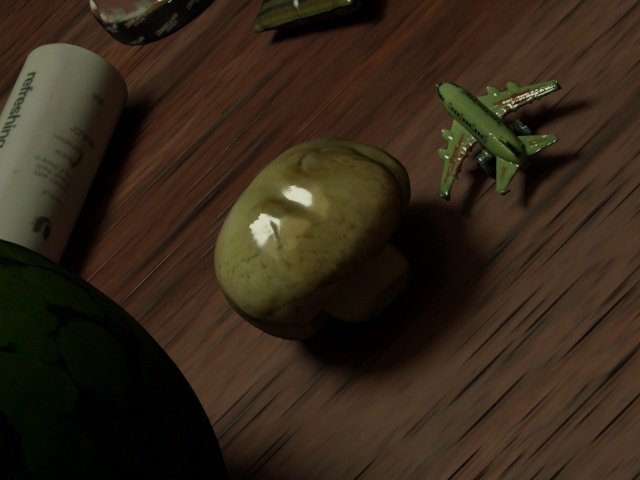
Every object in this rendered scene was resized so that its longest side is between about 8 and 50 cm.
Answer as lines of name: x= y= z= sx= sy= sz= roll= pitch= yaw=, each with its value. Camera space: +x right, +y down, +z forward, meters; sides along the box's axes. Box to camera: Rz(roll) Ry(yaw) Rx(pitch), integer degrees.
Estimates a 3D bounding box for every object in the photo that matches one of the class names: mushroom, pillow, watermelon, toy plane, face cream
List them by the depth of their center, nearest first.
watermelon: x=-0.215 y=0.158 z=0.880 sx=0.363 sy=0.363 sz=0.363 roll=-24 pitch=42 yaw=24
mushroom: x=0.000 y=0.000 z=1.014 sx=0.112 sy=0.148 sz=0.148 roll=43 pitch=87 yaw=13
toy plane: x=0.106 y=-0.071 z=1.043 sx=0.102 sy=0.040 sz=0.111 roll=-41 pitch=37 yaw=1
face cream: x=-0.237 y=-0.008 z=1.256 sx=0.092 sy=0.092 sz=0.311 roll=-9 pitch=51 yaw=37
pillow: x=0.020 y=-0.248 z=1.289 sx=0.113 sy=0.038 sz=0.203 roll=-7 pitch=50 yaw=42

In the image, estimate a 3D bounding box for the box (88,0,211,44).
box: x=-0.162 y=-0.266 z=1.393 sx=0.151 sy=0.135 sz=0.151 roll=-23 pitch=42 yaw=23
